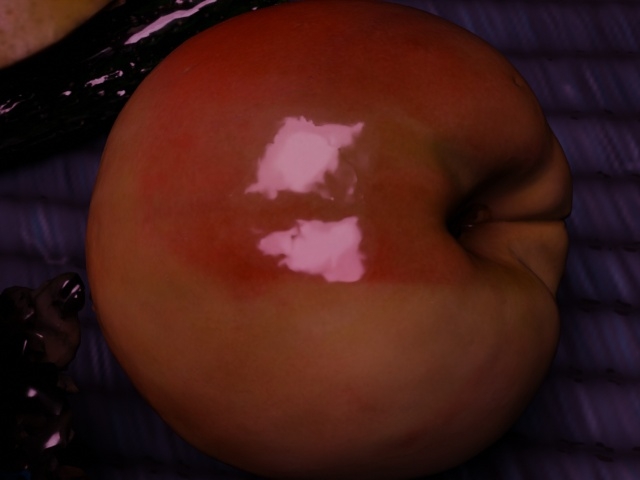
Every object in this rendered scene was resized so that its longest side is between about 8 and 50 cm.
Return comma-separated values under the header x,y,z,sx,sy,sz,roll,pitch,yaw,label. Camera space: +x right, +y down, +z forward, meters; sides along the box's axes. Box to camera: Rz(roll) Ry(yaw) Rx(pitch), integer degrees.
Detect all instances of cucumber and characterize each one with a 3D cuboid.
x,y,z,sx,sy,sz,roll,pitch,yaw,label
-0.101,-0.087,0.625,0.187,0.058,0.058,-24,58,2,cucumber

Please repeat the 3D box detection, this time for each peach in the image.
x,y,z,sx,sy,sz,roll,pitch,yaw,label
0.000,0.000,0.483,0.184,0.184,0.184,-7,60,12,peach

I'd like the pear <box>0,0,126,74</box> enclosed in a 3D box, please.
x,y,z,sx,sy,sz,roll,pitch,yaw,label
-0.201,-0.203,0.623,0.267,0.178,0.267,-12,41,11,pear

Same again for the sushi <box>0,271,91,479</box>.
x,y,z,sx,sy,sz,roll,pitch,yaw,label
-0.176,0.078,0.463,0.225,0.219,0.238,-33,34,9,sushi
